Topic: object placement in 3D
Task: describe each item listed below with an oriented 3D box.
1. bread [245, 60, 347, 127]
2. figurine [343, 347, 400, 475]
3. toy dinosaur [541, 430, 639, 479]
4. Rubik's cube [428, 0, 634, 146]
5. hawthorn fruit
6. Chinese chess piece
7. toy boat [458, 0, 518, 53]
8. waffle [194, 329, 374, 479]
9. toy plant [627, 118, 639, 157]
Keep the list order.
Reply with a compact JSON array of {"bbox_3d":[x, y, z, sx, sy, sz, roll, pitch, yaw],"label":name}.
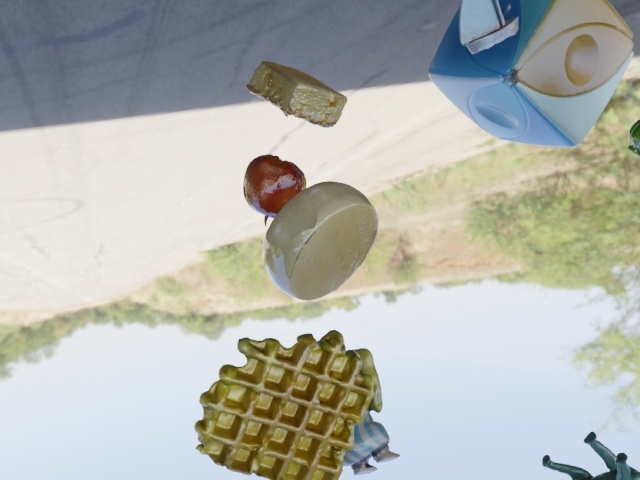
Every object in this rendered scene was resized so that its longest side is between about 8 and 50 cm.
[{"bbox_3d":[-0.066,-0.401,2.013,0.185,0.114,0.275,8,-160,-34],"label":"bread"},{"bbox_3d":[-0.023,0.467,1.949,0.378,0.361,0.266,-3,148,-42],"label":"figurine"},{"bbox_3d":[0.646,0.576,1.577,0.383,0.331,0.129,-39,-165,39],"label":"toy dinosaur"},{"bbox_3d":[0.543,-0.472,1.907,0.347,0.352,0.352,31,173,-33],"label":"Rubik's cube"},{"bbox_3d":[-0.134,-0.134,2.033,0.179,0.200,0.179,20,-168,-4],"label":"hawthorn fruit"},{"bbox_3d":[0.000,0.000,1.441,0.251,0.097,0.250,-33,147,-25],"label":"Chinese chess piece"},{"bbox_3d":[0.220,-0.328,1.008,0.096,0.122,0.034,-30,-157,-10],"label":"toy boat"},{"bbox_3d":[-0.043,0.214,0.987,0.229,0.219,0.057,23,-175,-21],"label":"waffle"},{"bbox_3d":[0.768,-0.265,1.676,0.093,0.093,0.162,-9,133,-54],"label":"toy plant"}]
